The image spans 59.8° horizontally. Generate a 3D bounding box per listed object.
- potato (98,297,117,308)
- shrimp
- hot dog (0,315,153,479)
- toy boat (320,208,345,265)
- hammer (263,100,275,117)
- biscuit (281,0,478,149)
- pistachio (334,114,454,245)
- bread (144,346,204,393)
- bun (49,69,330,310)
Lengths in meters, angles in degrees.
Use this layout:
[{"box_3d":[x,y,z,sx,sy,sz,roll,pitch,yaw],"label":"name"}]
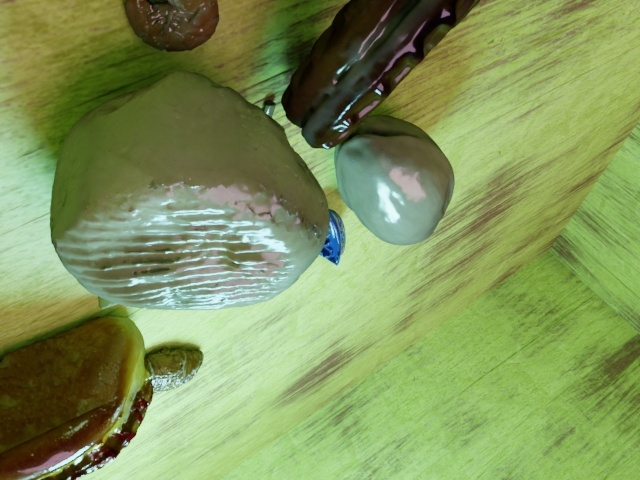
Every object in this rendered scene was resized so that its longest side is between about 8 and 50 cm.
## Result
[{"box_3d":[-0.286,0.046,0.914,0.120,0.081,0.149,-17,-178,25],"label":"potato"},{"box_3d":[-0.167,-0.271,0.587,0.099,0.041,0.180,-22,153,-4],"label":"shrimp"},{"box_3d":[-0.449,0.293,0.892,0.405,0.223,0.185,-23,147,-32],"label":"hot dog"},{"box_3d":[0.000,0.000,1.163,0.110,0.091,0.175,-45,155,-30],"label":"toy boat"},{"box_3d":[-0.098,-0.140,0.900,0.062,0.013,0.199,-20,148,-35],"label":"hammer"},{"box_3d":[0.093,-0.272,0.733,0.366,0.115,0.268,-46,-175,10],"label":"biscuit"},{"box_3d":[0.136,-0.116,1.057,0.226,0.208,0.332,-1,155,22],"label":"pistachio"},{"box_3d":[-0.332,0.282,1.197,0.233,0.076,0.105,-2,137,-54],"label":"bread"},{"box_3d":[-0.164,-0.044,0.706,0.326,0.234,0.362,-22,148,8],"label":"bun"}]
